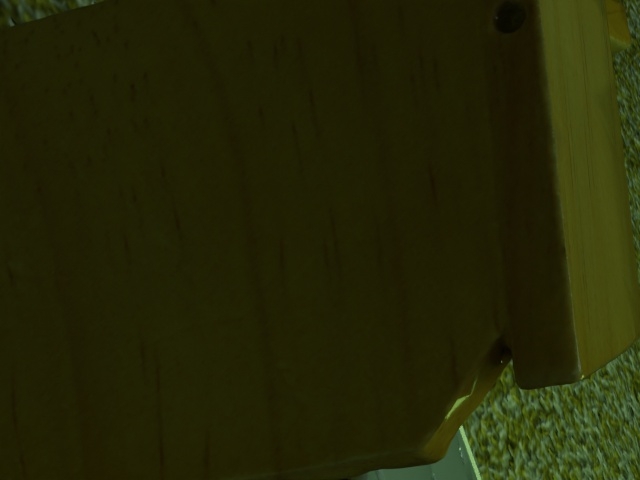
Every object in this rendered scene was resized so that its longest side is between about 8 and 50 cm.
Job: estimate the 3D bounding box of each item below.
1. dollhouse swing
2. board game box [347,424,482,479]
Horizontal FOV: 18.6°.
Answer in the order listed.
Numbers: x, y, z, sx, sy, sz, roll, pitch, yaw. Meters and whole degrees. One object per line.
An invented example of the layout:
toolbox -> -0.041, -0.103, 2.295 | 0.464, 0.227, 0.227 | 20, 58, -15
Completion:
dollhouse swing -> 0.000, 0.000, 1.008 | 0.305, 0.347, 0.315 | 35, 47, -60
board game box -> 0.067, 0.246, 1.196 | 0.390, 0.050, 0.390 | -83, 156, -56
